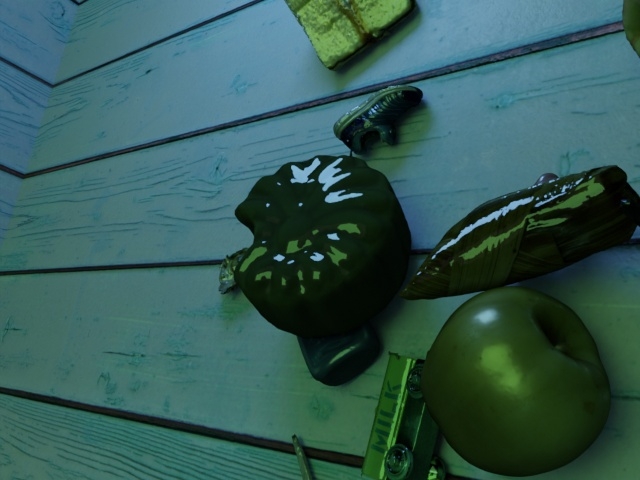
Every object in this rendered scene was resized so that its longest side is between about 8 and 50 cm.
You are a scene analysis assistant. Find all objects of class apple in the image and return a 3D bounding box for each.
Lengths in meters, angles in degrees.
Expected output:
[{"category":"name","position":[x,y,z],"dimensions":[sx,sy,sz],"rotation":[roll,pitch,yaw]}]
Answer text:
[{"category":"apple","position":[0.269,0.197,0.928],"dimensions":[0.262,0.262,0.263],"rotation":[-18,60,35]}]

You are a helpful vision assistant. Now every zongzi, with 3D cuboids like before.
[{"category":"zongzi","position":[0.280,0.003,0.939],"dimensions":[0.286,0.288,0.134],"rotation":[-25,89,53]}]

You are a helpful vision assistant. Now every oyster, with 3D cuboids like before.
[{"category":"oyster","position":[-0.183,0.070,1.520],"dimensions":[0.165,0.053,0.109],"rotation":[-28,36,38]}]

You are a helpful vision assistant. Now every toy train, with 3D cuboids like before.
[{"category":"toy train","position":[0.144,0.303,1.106],"dimensions":[0.157,0.105,0.254],"rotation":[-1,71,56]}]

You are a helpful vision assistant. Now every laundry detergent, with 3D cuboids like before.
[{"category":"laundry detergent","position":[0.001,0.138,1.296],"dimensions":[0.143,0.094,0.290],"rotation":[-43,49,15]}]

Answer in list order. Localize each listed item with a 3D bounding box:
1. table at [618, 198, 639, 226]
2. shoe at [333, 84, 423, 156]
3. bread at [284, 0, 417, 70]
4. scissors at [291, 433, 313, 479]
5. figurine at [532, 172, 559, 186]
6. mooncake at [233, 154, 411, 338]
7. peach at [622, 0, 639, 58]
[{"category":"table","position":[0.511,0.039,0.786],"dimensions":[0.317,0.249,0.318],"rotation":[-18,60,34]},{"category":"shoe","position":[0.129,-0.249,1.377],"dimensions":[0.207,0.091,0.106],"rotation":[-34,74,20]},{"category":"bread","position":[0.061,-0.556,1.501],"dimensions":[0.263,0.198,0.236],"rotation":[-33,59,24]},{"category":"scissors","position":[-0.018,0.462,1.219],"dimensions":[0.110,0.021,0.212],"rotation":[-40,50,25]},{"category":"figurine","position":[0.378,-0.067,1.079],"dimensions":[0.071,0.066,0.083],"rotation":[-46,61,43]},{"category":"mooncake","position":[0.000,0.000,1.228],"dimensions":[0.350,0.187,0.352],"rotation":[-12,47,13]},{"category":"peach","position":[0.574,-0.342,0.961],"dimensions":[0.232,0.232,0.233],"rotation":[-18,60,35]}]
